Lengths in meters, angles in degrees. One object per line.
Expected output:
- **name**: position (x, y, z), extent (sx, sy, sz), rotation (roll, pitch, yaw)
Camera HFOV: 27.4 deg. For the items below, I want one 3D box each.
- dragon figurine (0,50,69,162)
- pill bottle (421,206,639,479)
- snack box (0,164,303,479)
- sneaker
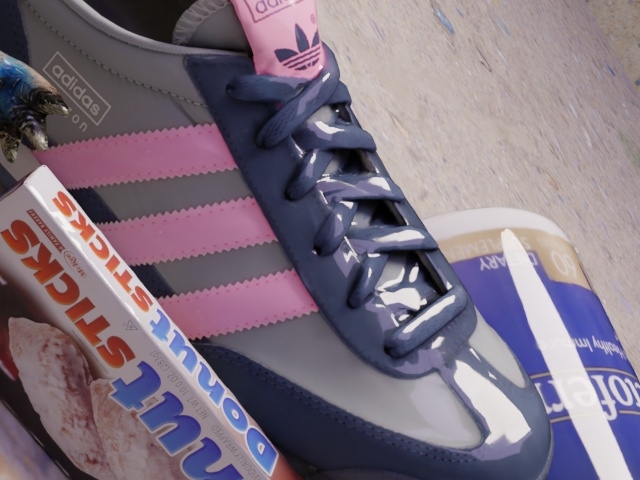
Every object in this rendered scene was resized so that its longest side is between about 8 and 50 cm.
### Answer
- **dragon figurine**: position (-0.172, -0.089, 0.415), extent (0.144, 0.085, 0.289), rotation (22, 41, -58)
- **pill bottle**: position (0.091, 0.130, 0.595), extent (0.153, 0.153, 0.265), rotation (28, 36, -53)
- **snack box**: position (-0.066, 0.062, 0.464), extent (0.178, 0.064, 0.022), rotation (52, 22, -13)
- **sneaker**: position (-0.021, -0.026, 0.493), extent (0.319, 0.131, 0.112), rotation (41, 39, 7)
